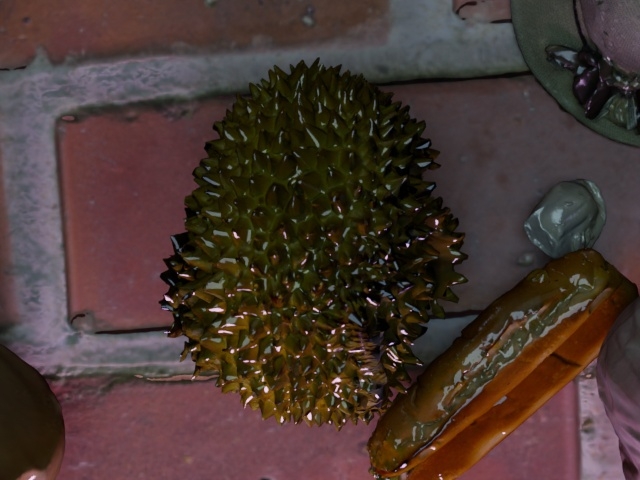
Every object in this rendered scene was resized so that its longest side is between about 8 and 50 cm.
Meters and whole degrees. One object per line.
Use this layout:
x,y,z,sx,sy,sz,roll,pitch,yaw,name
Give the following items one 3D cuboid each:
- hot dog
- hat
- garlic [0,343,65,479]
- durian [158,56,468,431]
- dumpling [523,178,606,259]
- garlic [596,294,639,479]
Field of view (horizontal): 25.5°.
0.143,0.108,1.155,0.269,0.115,0.072,-40,59,3,hot dog
0.282,-0.202,1.127,0.257,0.130,0.257,0,90,6,hat
-0.347,0.104,1.160,0.338,0.196,0.151,43,78,6,garlic
-0.005,-0.001,1.105,0.258,0.258,0.293,14,86,5,durian
0.207,-0.017,1.172,0.057,0.076,0.052,44,118,10,dumpling
0.362,0.123,1.046,0.317,0.259,0.317,13,118,24,garlic
